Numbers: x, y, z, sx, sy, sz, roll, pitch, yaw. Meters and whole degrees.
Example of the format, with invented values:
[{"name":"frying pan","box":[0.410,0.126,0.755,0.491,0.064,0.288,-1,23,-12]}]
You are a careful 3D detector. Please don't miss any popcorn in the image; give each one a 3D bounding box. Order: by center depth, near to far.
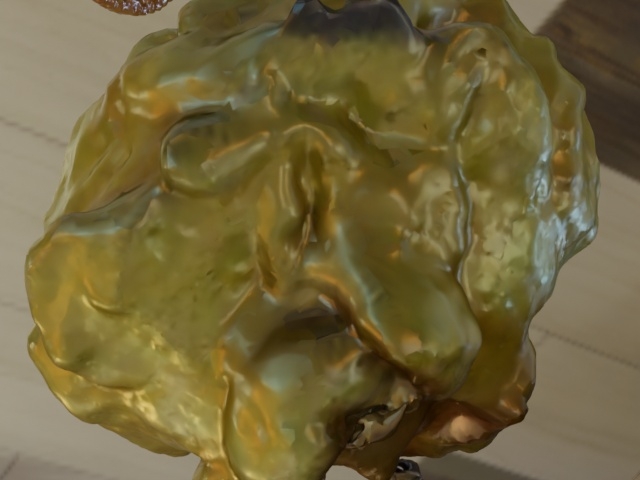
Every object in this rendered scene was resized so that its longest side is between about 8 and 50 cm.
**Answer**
[{"name":"popcorn","box":[0.000,0.000,0.690,0.286,0.215,0.252,-27,90,-9]}]

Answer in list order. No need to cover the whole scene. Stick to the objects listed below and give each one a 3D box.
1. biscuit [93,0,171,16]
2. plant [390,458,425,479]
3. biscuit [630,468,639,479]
[{"name":"biscuit","box":[-0.227,-0.379,1.678,0.035,0.254,0.254,-5,141,35]},{"name":"plant","box":[0.006,0.167,0.744,0.122,0.104,0.116,0,108,0]},{"name":"biscuit","box":[0.100,0.193,0.626,0.381,0.074,0.359,-48,166,3]}]
